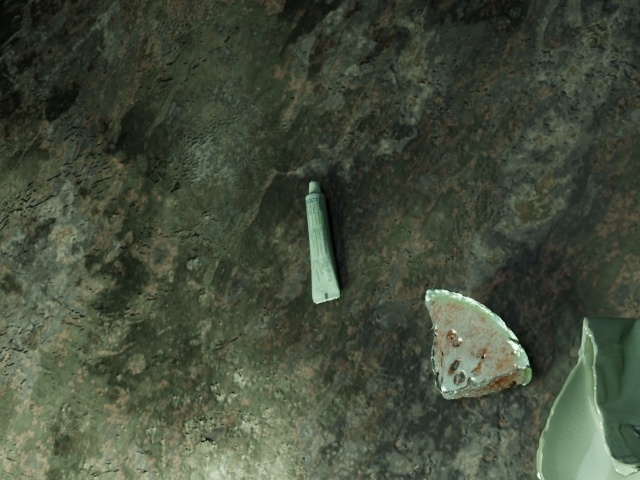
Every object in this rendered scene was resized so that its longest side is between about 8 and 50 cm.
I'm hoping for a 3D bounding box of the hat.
[{"bbox_3d":[0.420,0.246,1.586,0.258,0.168,0.301,30,93,53],"label":"hat"}]

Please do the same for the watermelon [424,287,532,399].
[{"bbox_3d":[0.206,0.156,1.787,0.187,0.071,0.139,39,99,24],"label":"watermelon"}]

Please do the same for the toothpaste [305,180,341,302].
[{"bbox_3d":[0.000,0.000,1.972,0.048,0.029,0.197,-16,68,24],"label":"toothpaste"}]
